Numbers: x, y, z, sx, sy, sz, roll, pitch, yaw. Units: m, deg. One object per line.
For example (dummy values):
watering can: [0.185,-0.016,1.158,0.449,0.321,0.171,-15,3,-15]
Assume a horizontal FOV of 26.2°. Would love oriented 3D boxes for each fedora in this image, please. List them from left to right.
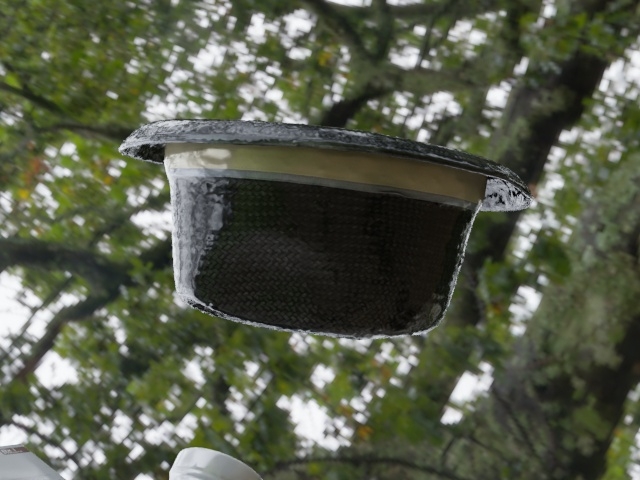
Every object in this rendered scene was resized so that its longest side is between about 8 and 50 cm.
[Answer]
fedora: [0.000,0.000,1.104,0.334,0.334,0.152,8,-94,-37]

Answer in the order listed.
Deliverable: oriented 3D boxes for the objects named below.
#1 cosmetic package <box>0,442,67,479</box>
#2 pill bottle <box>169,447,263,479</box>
cosmetic package: [-0.274,0.286,1.059,0.127,0.107,0.238,-5,-70,-39]
pill bottle: [-0.139,0.325,1.260,0.146,0.146,0.264,51,-132,-36]
